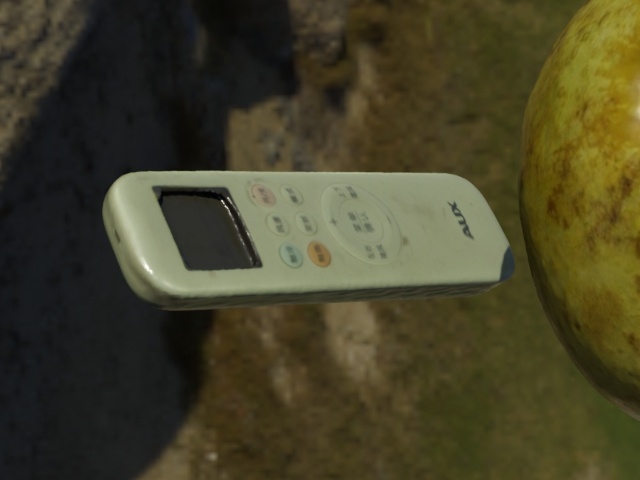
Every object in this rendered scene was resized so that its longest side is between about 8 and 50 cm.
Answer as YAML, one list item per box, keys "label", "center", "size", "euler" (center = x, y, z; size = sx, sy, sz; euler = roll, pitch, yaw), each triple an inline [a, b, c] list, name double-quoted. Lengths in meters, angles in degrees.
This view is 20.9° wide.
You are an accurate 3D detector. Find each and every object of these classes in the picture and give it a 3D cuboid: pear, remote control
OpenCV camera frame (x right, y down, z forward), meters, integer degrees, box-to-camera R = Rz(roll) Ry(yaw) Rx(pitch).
- label: "pear"
  center: [0.253, -0.037, 0.956]
  size: [0.304, 0.304, 0.304]
  euler: [-3, 90, -71]
- label: "remote control"
  center: [0.000, -0.001, 1.055]
  size: [0.309, 0.038, 0.090]
  euler: [0, 58, -43]
